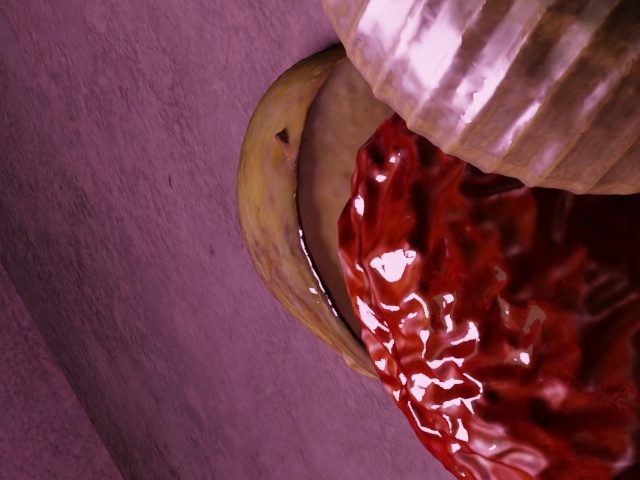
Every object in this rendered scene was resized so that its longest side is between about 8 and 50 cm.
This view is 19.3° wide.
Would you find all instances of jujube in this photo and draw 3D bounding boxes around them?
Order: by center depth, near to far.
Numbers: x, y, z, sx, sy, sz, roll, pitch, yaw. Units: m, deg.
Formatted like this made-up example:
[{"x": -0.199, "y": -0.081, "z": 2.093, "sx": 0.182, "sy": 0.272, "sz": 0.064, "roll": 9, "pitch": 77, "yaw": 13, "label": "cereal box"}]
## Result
[{"x": 0.116, "y": 0.026, "z": 1.011, "sx": 0.232, "sy": 0.213, "sz": 0.213, "roll": 55, "pitch": 160, "yaw": 18, "label": "jujube"}]

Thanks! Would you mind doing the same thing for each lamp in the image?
[{"x": 0.088, "y": -0.150, "z": 0.719, "sx": 0.284, "sy": 0.250, "sz": 0.250, "roll": 30, "pitch": 157, "yaw": 3, "label": "lamp"}]

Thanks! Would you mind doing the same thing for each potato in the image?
[{"x": 0.000, "y": 0.000, "z": 1.413, "sx": 0.269, "sy": 0.112, "sz": 0.255, "roll": 68, "pitch": 162, "yaw": -9, "label": "potato"}]
